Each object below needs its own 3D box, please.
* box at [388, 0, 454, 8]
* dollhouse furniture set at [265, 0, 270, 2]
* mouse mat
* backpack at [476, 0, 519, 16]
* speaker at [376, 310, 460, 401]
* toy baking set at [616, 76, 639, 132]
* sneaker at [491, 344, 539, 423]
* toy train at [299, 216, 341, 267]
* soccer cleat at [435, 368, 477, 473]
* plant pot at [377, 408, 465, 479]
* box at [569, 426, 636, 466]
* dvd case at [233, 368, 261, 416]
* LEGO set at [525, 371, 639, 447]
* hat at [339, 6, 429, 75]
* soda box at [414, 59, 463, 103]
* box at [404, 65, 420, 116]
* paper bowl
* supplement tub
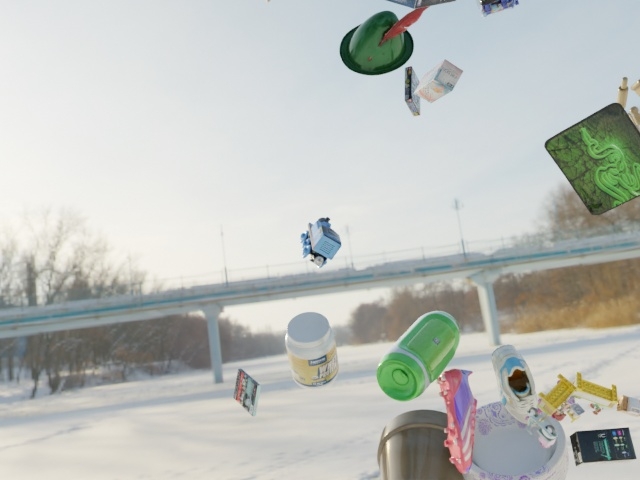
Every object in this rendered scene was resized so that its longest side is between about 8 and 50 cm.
[{"bbox_3d":[0.160,-0.501,1.256,0.159,0.044,0.233,24,32,21],"label":"box"},{"bbox_3d":[-0.012,-0.707,1.368,0.356,0.173,0.303,-31,-14,-4],"label":"dollhouse furniture set"},{"bbox_3d":[0.532,-0.147,1.207,0.153,0.189,0.007,-32,16,34],"label":"mouse mat"},{"bbox_3d":[0.536,-0.725,1.861,0.173,0.116,0.158,-16,12,13],"label":"backpack"},{"bbox_3d":[0.247,0.277,1.587,0.131,0.131,0.296,-14,9,33],"label":"speaker"},{"bbox_3d":[0.982,-0.383,1.991,0.030,0.196,0.256,-29,-33,-2],"label":"toy baking set"},{"bbox_3d":[0.475,0.363,1.548,0.087,0.228,0.092,-26,24,5],"label":"sneaker"},{"bbox_3d":[0.000,0.000,1.781,0.080,0.105,0.184,32,18,-18],"label":"toy train"},{"bbox_3d":[0.350,0.438,1.583,0.095,0.248,0.083,-3,-19,-13],"label":"soccer cleat"},{"bbox_3d":[0.302,0.695,1.837,0.323,0.323,0.280,-11,21,20],"label":"plant pot"},{"bbox_3d":[0.458,0.336,1.050,0.083,0.052,0.062,-7,-25,7],"label":"box"},{"bbox_3d":[-0.197,0.403,1.721,0.013,0.087,0.119,5,8,-32],"label":"dvd case"},{"bbox_3d":[0.560,0.374,1.428,0.287,0.132,0.107,-6,-43,-23],"label":"LEGO set"},{"bbox_3d":[0.139,-0.510,1.496,0.209,0.173,0.183,-23,-25,-4],"label":"hat"},{"bbox_3d":[0.305,-0.412,1.684,0.058,0.063,0.183,30,-2,-7],"label":"soda box"},{"bbox_3d":[0.304,-0.492,2.132,0.027,0.137,0.094,-8,-28,24],"label":"box"},{"bbox_3d":[0.512,0.576,1.722,0.284,0.148,0.284,-13,26,7],"label":"paper bowl"},{"bbox_3d":[-0.025,0.319,1.873,0.144,0.144,0.199,-7,-51,1],"label":"supplement tub"}]
